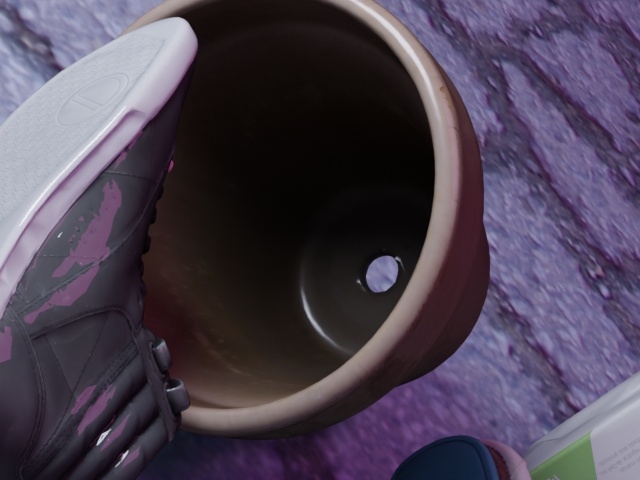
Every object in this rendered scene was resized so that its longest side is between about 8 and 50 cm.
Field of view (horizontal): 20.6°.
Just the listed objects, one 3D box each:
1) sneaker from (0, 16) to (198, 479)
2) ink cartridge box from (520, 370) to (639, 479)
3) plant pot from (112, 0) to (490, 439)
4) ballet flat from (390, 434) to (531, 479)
[{"bbox_3d":[-0.119,0.020,0.930,0.147,0.104,0.296,51,49,-31],"label":"sneaker"},{"bbox_3d":[0.303,0.249,1.181,0.353,0.207,0.119,52,32,2],"label":"ink cartridge box"},{"bbox_3d":[0.000,0.000,1.056,0.229,0.263,0.263,29,32,-61],"label":"plant pot"},{"bbox_3d":[0.103,0.283,0.979,0.139,0.139,0.400,35,32,-24],"label":"ballet flat"}]
